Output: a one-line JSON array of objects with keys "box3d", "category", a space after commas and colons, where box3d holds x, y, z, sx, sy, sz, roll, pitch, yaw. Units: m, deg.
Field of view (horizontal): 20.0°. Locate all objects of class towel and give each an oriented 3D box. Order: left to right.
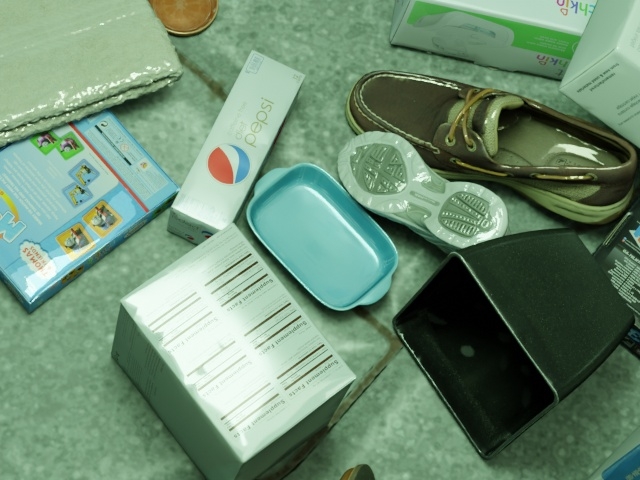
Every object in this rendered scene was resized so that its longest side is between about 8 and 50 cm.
[{"box3d": [-0.309, -0.204, 2.005, 0.282, 0.049, 0.187, -20, 62, -12], "category": "towel"}]

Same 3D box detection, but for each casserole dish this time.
[{"box3d": [0.000, 0.000, 2.009, 0.114, 0.037, 0.188, -41, 82, -21], "category": "casserole dish"}]

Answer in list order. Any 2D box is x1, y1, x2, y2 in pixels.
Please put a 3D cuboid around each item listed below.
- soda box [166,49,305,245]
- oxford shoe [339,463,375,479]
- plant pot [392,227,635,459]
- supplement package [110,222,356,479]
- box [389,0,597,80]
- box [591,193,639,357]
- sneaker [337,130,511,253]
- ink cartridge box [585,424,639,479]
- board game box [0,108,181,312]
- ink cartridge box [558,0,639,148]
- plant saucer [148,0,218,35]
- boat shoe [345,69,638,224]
[{"box3d": [-0.093, -0.098, 2.009, 0.069, 0.074, 0.216, 26, 68, 1], "category": "soda box"}, {"box3d": [-0.003, 0.319, 1.876, 0.076, 0.076, 0.212, 2, 50, 34], "category": "oxford shoe"}, {"box3d": [0.221, 0.093, 1.942, 0.167, 0.187, 0.188, -26, 75, -30], "category": "plant pot"}, {"box3d": [-0.094, 0.128, 1.860, 0.149, 0.194, 0.203, -35, 80, -19], "category": "supplement package"}, {"box3d": [0.229, -0.325, 2.123, 0.262, 0.127, 0.231, 12, 66, -6], "category": "box"}, {"box3d": [0.476, 0.039, 2.055, 0.295, 0.073, 0.293, 38, 67, 6], "category": "box"}, {"box3d": [0.115, -0.036, 2.016, 0.232, 0.115, 0.090, 35, 82, 29], "category": "sneaker"}, {"box3d": [0.475, 0.326, 1.832, 0.166, 0.285, 0.395, -42, 81, -19], "category": "ink cartridge box"}, {"box3d": [-0.284, -0.046, 1.976, 0.211, 0.039, 0.160, -38, 79, -21], "category": "board game box"}, {"box3d": [0.436, -0.182, 1.994, 0.289, 0.121, 0.211, 33, 59, -12], "category": "ink cartridge box"}, {"box3d": [-0.160, -0.273, 2.096, 0.083, 0.013, 0.083, 3, 68, -8], "category": "plant saucer"}, {"box3d": [0.192, -0.126, 2.027, 0.342, 0.123, 0.123, 23, 68, 11], "category": "boat shoe"}]
